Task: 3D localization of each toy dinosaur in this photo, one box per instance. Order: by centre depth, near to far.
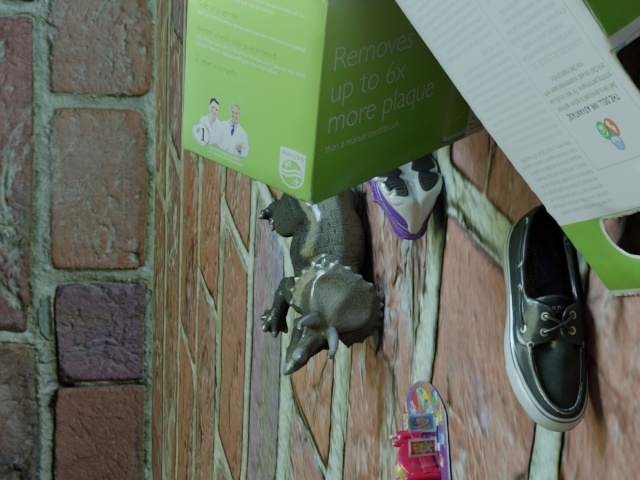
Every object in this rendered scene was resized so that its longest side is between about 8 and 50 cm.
[{"bbox_3d":[0.000,0.000,1.371,0.160,0.121,0.313,132,141,-55],"label":"toy dinosaur"}]

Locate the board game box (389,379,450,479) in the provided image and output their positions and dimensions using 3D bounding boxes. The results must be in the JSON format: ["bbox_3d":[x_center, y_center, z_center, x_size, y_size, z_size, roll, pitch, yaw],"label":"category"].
[{"bbox_3d":[0.075,0.203,1.171,0.133,0.033,0.169,147,121,-75],"label":"board game box"}]

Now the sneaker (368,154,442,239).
[{"bbox_3d":[0.052,-0.067,1.170,0.071,0.068,0.170,93,167,-45],"label":"sneaker"}]

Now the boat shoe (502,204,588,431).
[{"bbox_3d":[0.137,0.045,0.843,0.040,0.049,0.142,112,155,-60],"label":"boat shoe"}]

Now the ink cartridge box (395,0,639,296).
[{"bbox_3d":[0.146,-0.102,0.717,0.255,0.097,0.189,54,167,-4],"label":"ink cartridge box"}]

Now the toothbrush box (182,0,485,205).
[{"bbox_3d":[0.027,-0.194,0.890,0.122,0.206,0.283,23,122,34],"label":"toothbrush box"}]
